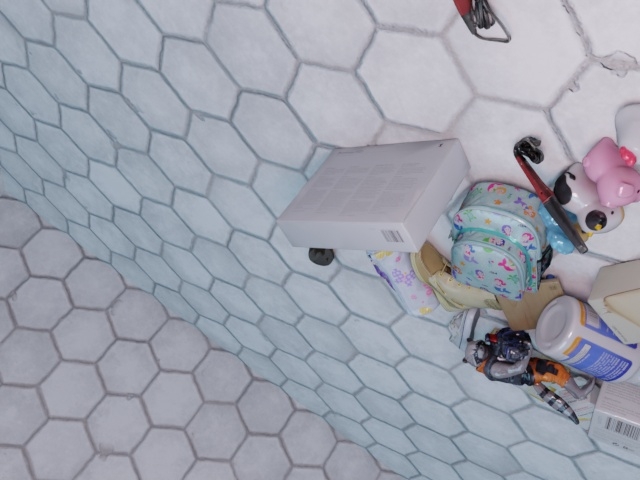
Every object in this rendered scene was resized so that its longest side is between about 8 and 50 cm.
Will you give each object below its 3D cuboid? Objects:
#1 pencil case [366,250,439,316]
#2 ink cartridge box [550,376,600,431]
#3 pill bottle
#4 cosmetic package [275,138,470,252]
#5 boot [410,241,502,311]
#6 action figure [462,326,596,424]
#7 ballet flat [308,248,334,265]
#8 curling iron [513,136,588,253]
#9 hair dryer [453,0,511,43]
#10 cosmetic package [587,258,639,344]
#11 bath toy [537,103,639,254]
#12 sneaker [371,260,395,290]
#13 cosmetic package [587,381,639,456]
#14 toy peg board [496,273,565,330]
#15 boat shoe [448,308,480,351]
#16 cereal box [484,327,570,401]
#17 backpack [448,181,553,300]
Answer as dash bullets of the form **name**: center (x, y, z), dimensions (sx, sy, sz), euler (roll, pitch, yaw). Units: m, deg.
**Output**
- **pencil case**: center (0.233, 0.087, 1.895), dimensions (0.113, 0.124, 0.273), euler (-4, 132, 47)
- **ink cartridge box**: center (0.743, 0.461, 1.903), dimensions (0.198, 0.067, 0.115), euler (34, 141, -17)
- **pill bottle**: center (0.665, 0.248, 1.628), dimensions (0.271, 0.152, 0.152), euler (25, 151, -12)
- **cosmetic package**: center (0.118, -0.106, 1.592), dimensions (0.377, 0.284, 0.097), euler (3, 137, 43)
- **boot**: center (0.370, 0.095, 1.796), dimensions (0.203, 0.095, 0.262), euler (-3, 133, 47)
- **action figure**: center (0.522, 0.337, 1.755), dimensions (0.330, 0.179, 0.341), euler (18, -174, 20)
- **ballet flat**: center (0.000, 0.000, 2.083), dimensions (0.084, 0.058, 0.250), euler (5, 148, 9)
- **curling iron**: center (0.456, -0.093, 1.364), dimensions (0.068, 0.035, 0.274), euler (113, 141, -62)
- **hair dryer**: center (0.227, -0.464, 1.199), dimensions (0.293, 0.080, 0.224), euler (32, 149, 8)
- **cosmetic package**: center (0.749, 0.116, 1.437), dimensions (0.160, 0.113, 0.309), euler (45, 147, -14)
- **bath toy**: center (0.549, -0.108, 1.316), dimensions (0.151, 0.129, 0.348), euler (32, 148, 7)
- **sneaker**: center (0.211, 0.100, 2.010), dimensions (0.170, 0.068, 0.071), euler (52, 162, -10)
- **cosmetic package**: center (0.784, 0.417, 1.735), dimensions (0.151, 0.184, 0.152), euler (18, 144, 27)
- **toy peg board**: center (0.542, 0.141, 1.727), dimensions (0.160, 0.079, 0.161), euler (-10, 128, 31)
- **boat shoe**: center (0.407, 0.256, 1.987), dimensions (0.075, 0.083, 0.226), euler (22, 147, 20)
- **cereal box**: center (0.581, 0.365, 1.998), dimensions (0.240, 0.047, 0.173), euler (30, 148, 11)
- **backpack**: center (0.407, -0.001, 1.557), dimensions (0.225, 0.191, 0.254), euler (19, 140, 28)
